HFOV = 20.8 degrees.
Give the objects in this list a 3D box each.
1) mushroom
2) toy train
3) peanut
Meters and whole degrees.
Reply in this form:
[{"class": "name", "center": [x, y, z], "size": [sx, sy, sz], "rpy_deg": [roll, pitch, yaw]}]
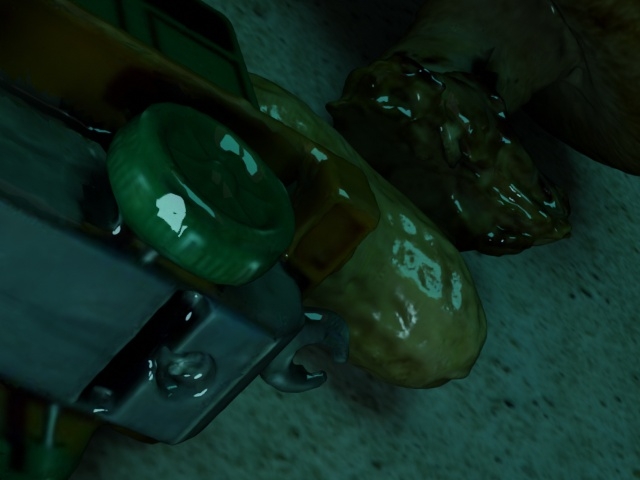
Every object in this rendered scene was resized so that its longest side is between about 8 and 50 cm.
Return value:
[{"class": "mushroom", "center": [0.139, -0.150, 1.186], "size": [0.331, 0.356, 0.334], "rpy_deg": [29, 0, -27]}, {"class": "toy train", "center": [-0.157, -0.057, 0.733], "size": [0.429, 0.178, 0.249], "rpy_deg": [29, 28, -32]}, {"class": "peanut", "center": [0.000, 0.000, 0.936], "size": [0.226, 0.095, 0.108], "rpy_deg": [41, 20, -18]}]
